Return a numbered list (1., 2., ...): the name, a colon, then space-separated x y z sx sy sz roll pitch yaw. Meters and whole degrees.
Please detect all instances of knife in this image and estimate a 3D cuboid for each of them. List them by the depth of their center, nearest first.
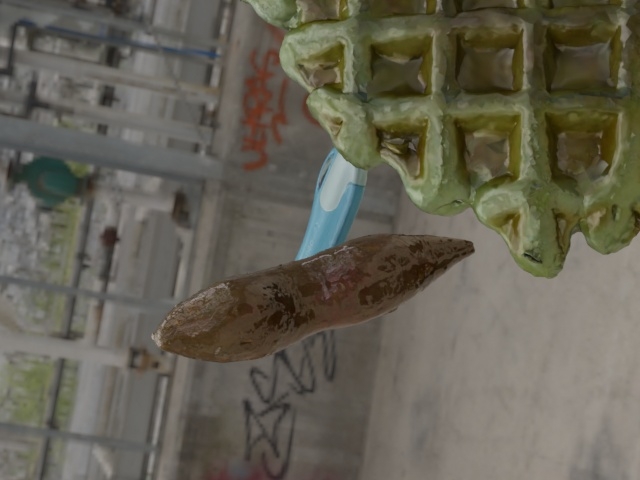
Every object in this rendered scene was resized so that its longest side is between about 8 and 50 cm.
1. knife: 0.000 0.000 1.161 0.064 0.031 0.222 39 115 40

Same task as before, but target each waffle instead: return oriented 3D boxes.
1. waffle: 0.089 -0.101 0.429 0.214 0.208 0.054 -41 -23 -6

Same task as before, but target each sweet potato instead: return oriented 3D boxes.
1. sweet potato: -0.001 0.032 0.676 0.065 0.218 0.051 -14 92 62
